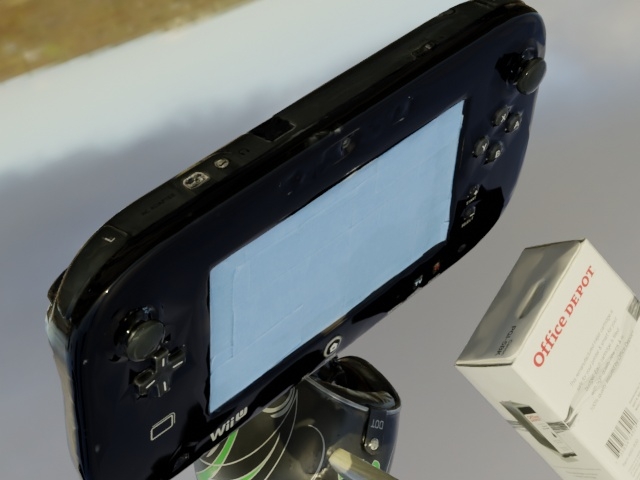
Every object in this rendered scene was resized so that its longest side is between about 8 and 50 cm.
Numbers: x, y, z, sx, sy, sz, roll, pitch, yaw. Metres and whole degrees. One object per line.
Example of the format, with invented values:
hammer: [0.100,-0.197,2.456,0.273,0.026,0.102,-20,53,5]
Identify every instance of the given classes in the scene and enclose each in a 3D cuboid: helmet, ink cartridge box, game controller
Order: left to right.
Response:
helmet: [-0.024,0.171,1.244,0.162,0.169,0.169,-62,-178,13]
game controller: [0.000,0.000,0.746,0.067,0.166,0.319,29,-131,35]
ink cartridge box: [0.159,0.080,0.919,0.056,0.135,0.099,-8,-139,55]

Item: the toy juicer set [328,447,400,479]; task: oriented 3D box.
toy juicer set: [0.103,0.308,0.994,0.209,0.329,0.089,4,-156,35]
